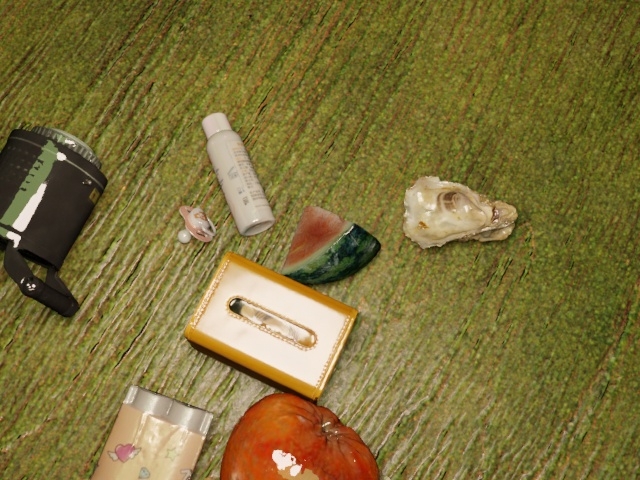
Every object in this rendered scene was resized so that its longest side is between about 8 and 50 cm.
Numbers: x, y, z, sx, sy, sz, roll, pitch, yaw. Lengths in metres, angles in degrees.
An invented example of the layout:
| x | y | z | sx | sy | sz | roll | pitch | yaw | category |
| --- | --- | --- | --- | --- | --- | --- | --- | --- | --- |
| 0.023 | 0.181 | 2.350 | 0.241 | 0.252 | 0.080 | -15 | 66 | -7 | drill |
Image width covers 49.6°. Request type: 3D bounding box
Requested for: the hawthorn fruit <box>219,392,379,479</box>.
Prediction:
| x | y | z | sx | sy | sz | roll | pitch | yaw | category |
| --- | --- | --- | --- | --- | --- | --- | --- | --- | --- |
| -0.057 | 0.434 | 1.190 | 0.276 | 0.276 | 0.307 | 27 | 89 | 6 | hawthorn fruit |

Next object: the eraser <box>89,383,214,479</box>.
| x | y | z | sx | sy | sz | roll | pitch | yaw | category |
| --- | --- | --- | --- | --- | --- | --- | --- | --- | --- |
| -0.322 | 0.427 | 1.260 | 0.171 | 0.087 | 0.290 | 19 | 74 | 3 | eraser |

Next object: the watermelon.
| x | y | z | sx | sy | sz | roll | pitch | yaw | category |
| --- | --- | --- | --- | --- | --- | --- | --- | --- | --- |
| 0.011 | 0.021 | 1.394 | 0.207 | 0.202 | 0.136 | -28 | 114 | 2 | watermelon |

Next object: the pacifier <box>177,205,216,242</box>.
| x | y | z | sx | sy | sz | roll | pitch | yaw | category |
| --- | --- | --- | --- | --- | --- | --- | --- | --- | --- |
| -0.259 | -0.023 | 1.416 | 0.078 | 0.081 | 0.099 | -44 | 50 | 19 | pacifier |

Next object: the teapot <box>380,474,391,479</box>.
| x | y | z | sx | sy | sz | roll | pitch | yaw | category |
| --- | --- | --- | --- | --- | --- | --- | --- | --- | --- |
| 0.072 | 0.518 | 1.236 | 0.200 | 0.107 | 0.077 | -42 | 84 | -12 | teapot |

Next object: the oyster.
| x | y | z | sx | sy | sz | roll | pitch | yaw | category |
| --- | --- | --- | --- | --- | --- | --- | --- | --- | --- |
| 0.287 | -0.047 | 1.429 | 0.233 | 0.107 | 0.161 | 1 | 78 | 18 | oyster |

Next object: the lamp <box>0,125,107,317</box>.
| x | y | z | sx | sy | sz | roll | pitch | yaw | category |
| --- | --- | --- | --- | --- | --- | --- | --- | --- | --- |
| -0.539 | -0.079 | 1.340 | 0.374 | 0.205 | 0.272 | 39 | 80 | 20 | lamp |

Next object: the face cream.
| x | y | z | sx | sy | sz | roll | pitch | yaw | category |
| --- | --- | --- | --- | --- | --- | --- | --- | --- | --- |
| -0.177 | -0.143 | 1.440 | 0.082 | 0.082 | 0.269 | -22 | 74 | -8 | face cream |

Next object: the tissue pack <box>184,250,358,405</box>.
| x | y | z | sx | sy | sz | roll | pitch | yaw | category |
| --- | --- | --- | --- | --- | --- | --- | --- | --- | --- |
| -0.092 | 0.169 | 1.319 | 0.274 | 0.145 | 0.194 | 24 | 76 | 6 | tissue pack |
